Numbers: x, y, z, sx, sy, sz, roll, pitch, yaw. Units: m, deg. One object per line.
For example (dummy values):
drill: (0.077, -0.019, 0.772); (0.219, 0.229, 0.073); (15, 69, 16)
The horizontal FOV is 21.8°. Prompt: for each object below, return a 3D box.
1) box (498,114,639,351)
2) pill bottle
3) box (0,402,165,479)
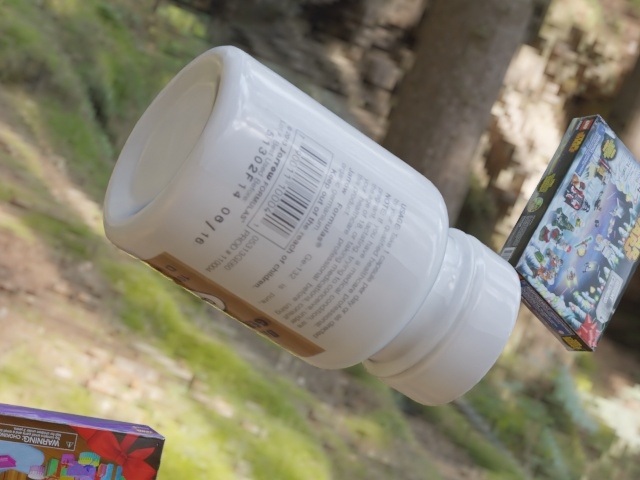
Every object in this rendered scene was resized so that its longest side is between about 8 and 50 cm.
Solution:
box: (0.181, -0.005, 1.146); (0.094, 0.137, 0.027); (44, -27, -27)
pill bottle: (0.000, 0.000, 0.968); (0.229, 0.131, 0.131); (33, -3, -24)
box: (-0.302, 0.248, 1.501); (0.293, 0.201, 0.057); (11, 2, -24)
